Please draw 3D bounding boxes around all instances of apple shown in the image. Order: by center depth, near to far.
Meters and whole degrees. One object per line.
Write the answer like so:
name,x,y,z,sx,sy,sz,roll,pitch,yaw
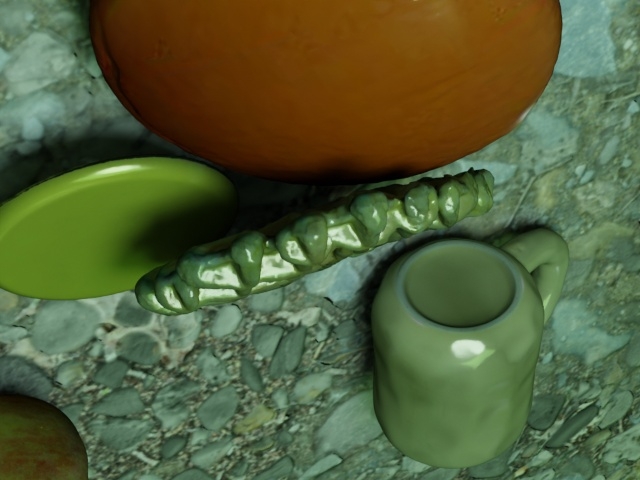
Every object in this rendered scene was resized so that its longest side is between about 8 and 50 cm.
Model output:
apple,-0.303,0.235,1.399,0.174,0.188,0.188,-1,130,-17

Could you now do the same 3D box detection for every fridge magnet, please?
fridge magnet,0.004,-0.163,1.167,0.364,0.155,0.363,1,148,1

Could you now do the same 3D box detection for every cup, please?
cup,0.177,0.101,1.575,0.255,0.173,0.202,-18,138,-15

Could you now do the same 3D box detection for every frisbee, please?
frisbee,-0.182,-0.005,1.310,0.236,0.017,0.236,-15,154,-7

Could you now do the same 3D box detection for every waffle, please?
waffle,0.000,0.000,1.316,0.292,0.056,0.309,-20,179,29
